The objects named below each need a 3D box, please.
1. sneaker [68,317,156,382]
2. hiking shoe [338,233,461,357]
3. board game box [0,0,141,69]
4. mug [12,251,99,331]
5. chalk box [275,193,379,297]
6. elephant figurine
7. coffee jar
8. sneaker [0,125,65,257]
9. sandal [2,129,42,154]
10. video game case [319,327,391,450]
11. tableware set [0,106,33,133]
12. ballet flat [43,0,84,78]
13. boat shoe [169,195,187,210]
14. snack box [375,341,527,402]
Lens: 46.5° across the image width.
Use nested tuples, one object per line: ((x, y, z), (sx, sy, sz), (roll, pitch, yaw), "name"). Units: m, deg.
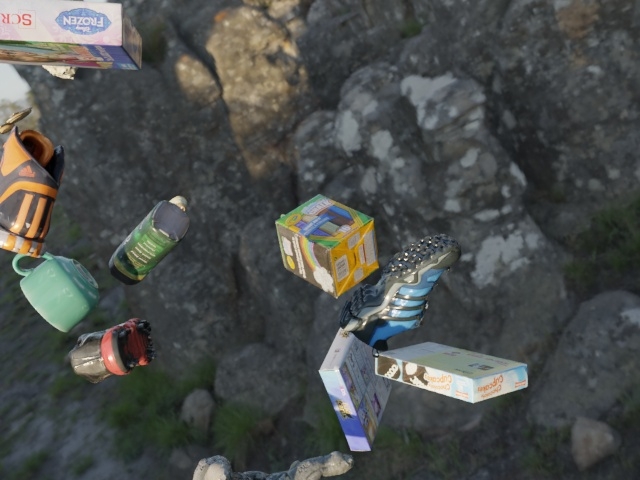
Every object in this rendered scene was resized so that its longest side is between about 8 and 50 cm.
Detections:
((-0.405, 0.214, 1.454), (0.135, 0.097, 0.276), (-16, -2, 1), "sneaker")
((0.179, 0.106, 1.513), (0.304, 0.132, 0.113), (-40, 18, 25), "hiking shoe")
((-0.463, -0.330, 1.201), (0.318, 0.065, 0.319), (1, 6, -8), "board game box")
((-0.486, 0.085, 1.394), (0.097, 0.157, 0.129), (-40, 48, -5), "mug")
((0.000, 0.000, 2.124), (0.179, 0.180, 0.289), (-33, 42, -29), "chalk box")
((-0.085, 0.437, 1.226), (0.239, 0.169, 0.186), (10, -19, -34), "elephant figurine")
((-0.339, 0.008, 1.463), (0.184, 0.079, 0.096), (-41, 20, 34), "coffee jar")
((-0.496, -0.094, 1.205), (0.321, 0.125, 0.180), (19, 89, 44), "sneaker")
((-0.652, -0.214, 1.682), (0.079, 0.088, 0.240), (-61, 19, -19), "sandal")
((0.097, 0.362, 1.941), (0.061, 0.269, 0.244), (-8, 28, 24), "video game case")
((-0.711, -0.244, 1.633), (0.141, 0.020, 0.169), (-40, 14, -37), "tableware set")
((-0.511, -0.464, 1.376), (0.147, 0.147, 0.409), (-49, -10, -44), "ballet flat")
((-0.397, -0.060, 1.913), (0.135, 0.050, 0.045), (-41, 33, 16), "boat shoe")
((0.305, 0.307, 1.774), (0.187, 0.060, 0.322), (-6, 6, -36), "snack box")
